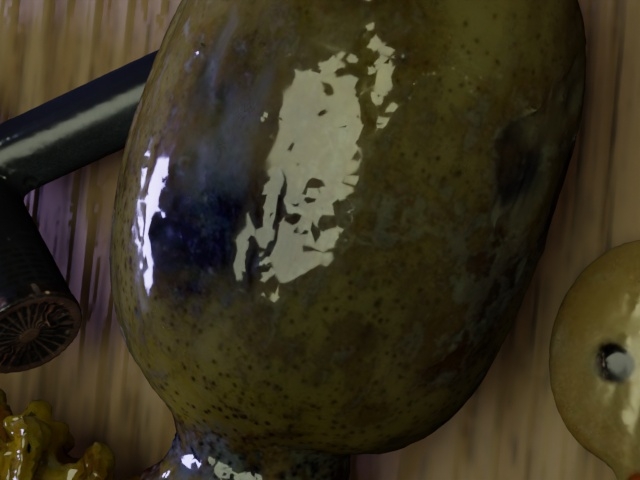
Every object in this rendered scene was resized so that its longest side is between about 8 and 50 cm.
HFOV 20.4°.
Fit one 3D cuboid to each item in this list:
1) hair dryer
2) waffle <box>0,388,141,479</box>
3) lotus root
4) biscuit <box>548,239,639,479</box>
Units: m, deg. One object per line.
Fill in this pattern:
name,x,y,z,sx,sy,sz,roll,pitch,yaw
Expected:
hair dryer,-0.089,-0.066,0.717,0.195,0.050,0.173,-35,60,-1
waffle,-0.142,0.151,0.657,0.197,0.070,0.193,38,75,-7
lotus root,-0.002,0.000,0.617,0.154,0.154,0.278,20,97,23
biscuit,0.154,0.105,0.607,0.153,0.030,0.234,-30,75,15
